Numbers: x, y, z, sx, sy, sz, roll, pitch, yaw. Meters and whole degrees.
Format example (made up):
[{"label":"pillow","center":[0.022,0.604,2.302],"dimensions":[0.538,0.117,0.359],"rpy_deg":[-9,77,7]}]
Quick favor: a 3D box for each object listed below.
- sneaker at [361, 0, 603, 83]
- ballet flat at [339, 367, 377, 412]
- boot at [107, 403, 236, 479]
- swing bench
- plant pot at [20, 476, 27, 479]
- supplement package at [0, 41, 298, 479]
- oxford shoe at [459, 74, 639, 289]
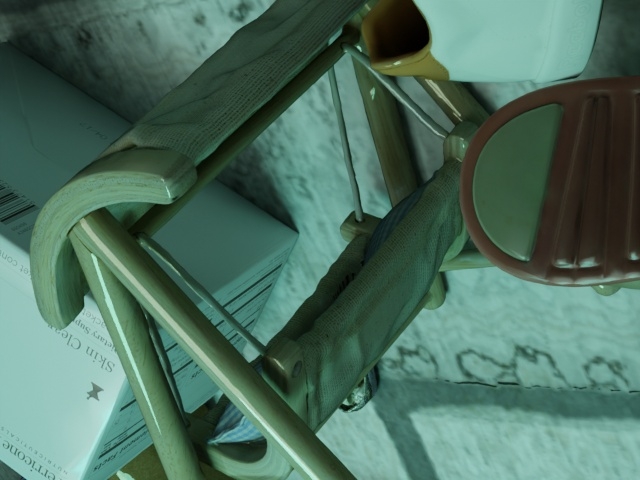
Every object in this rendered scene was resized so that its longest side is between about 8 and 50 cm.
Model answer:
[{"label":"sneaker","center":[0.059,-0.164,0.585],"dimensions":[0.123,0.106,0.290],"rpy_deg":[-6,141,-4]},{"label":"ballet flat","center":[0.016,0.076,1.014],"dimensions":[0.041,0.041,0.114],"rpy_deg":[16,135,31]},{"label":"boot","center":[-0.137,0.119,1.147],"dimensions":[0.305,0.112,0.115],"rpy_deg":[51,131,-6]},{"label":"swing bench","center":[0.000,0.000,0.780],"dimensions":[0.165,0.253,0.254],"rpy_deg":[-8,119,46]},{"label":"plant pot","center":[-0.207,0.331,1.266],"dimensions":[0.212,0.236,0.236],"rpy_deg":[38,165,18]},{"label":"supplement package","center":[-0.189,0.012,0.971],"dimensions":[0.262,0.204,0.145],"rpy_deg":[33,119,13]},{"label":"oxford shoe","center":[0.247,-0.029,0.675],"dimensions":[0.348,0.130,0.123],"rpy_deg":[4,88,25]}]
